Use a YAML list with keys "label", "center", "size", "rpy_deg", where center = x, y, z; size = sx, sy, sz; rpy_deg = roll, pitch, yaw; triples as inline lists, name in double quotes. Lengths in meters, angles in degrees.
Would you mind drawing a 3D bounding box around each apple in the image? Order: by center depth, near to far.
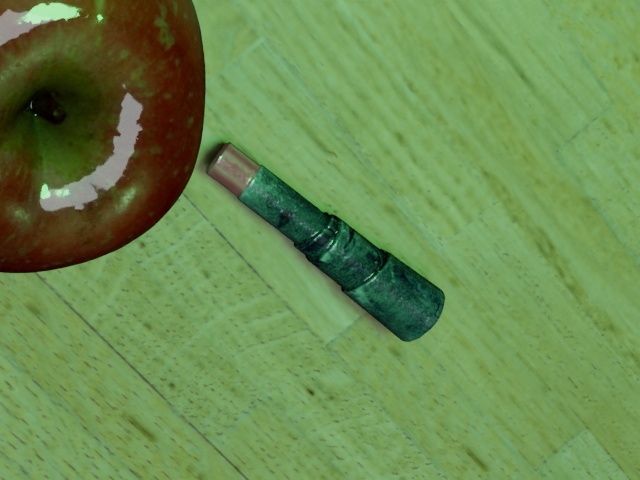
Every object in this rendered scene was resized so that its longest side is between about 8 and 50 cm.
- label: "apple"
  center: [-0.199, -0.107, 1.135]
  size: [0.260, 0.216, 0.260]
  rpy_deg: [-8, 116, -17]

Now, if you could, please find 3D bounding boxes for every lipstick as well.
- label: "lipstick"
  center: [0.000, 0.000, 1.353]
  size: [0.234, 0.053, 0.053]
  rpy_deg: [36, 98, -28]
